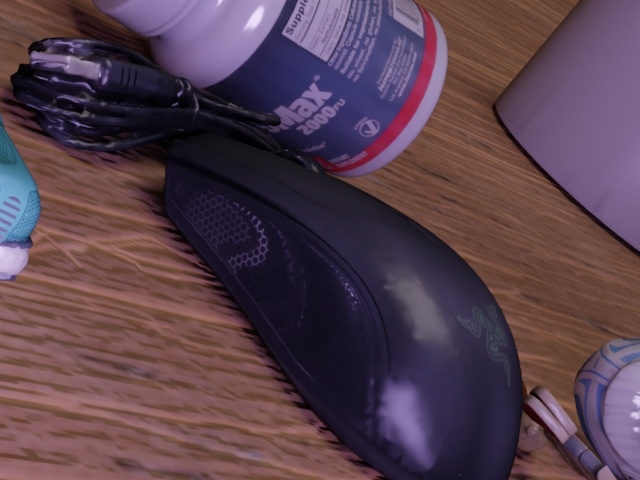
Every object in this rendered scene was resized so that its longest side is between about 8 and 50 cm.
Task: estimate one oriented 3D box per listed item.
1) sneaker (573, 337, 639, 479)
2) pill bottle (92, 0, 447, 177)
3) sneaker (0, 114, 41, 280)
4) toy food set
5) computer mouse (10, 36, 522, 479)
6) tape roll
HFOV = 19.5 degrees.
[{"bbox_3d":[0.230,0.130,0.965,0.237,0.085,0.086,40,6,-13],"label":"sneaker"},{"bbox_3d":[-0.029,-0.116,0.991,0.180,0.108,0.108,28,20,-34],"label":"pill bottle"},{"bbox_3d":[-0.156,-0.090,0.634,0.107,0.110,0.275,25,22,-42],"label":"sneaker"},{"bbox_3d":[0.089,0.075,0.856,0.078,0.019,0.122,53,-5,-19],"label":"toy food set"},{"bbox_3d":[0.000,0.000,0.811,0.272,0.072,0.188,48,17,26],"label":"computer mouse"},{"bbox_3d":[0.290,-0.101,1.557,0.246,0.169,0.246,37,17,-13],"label":"tape roll"}]
